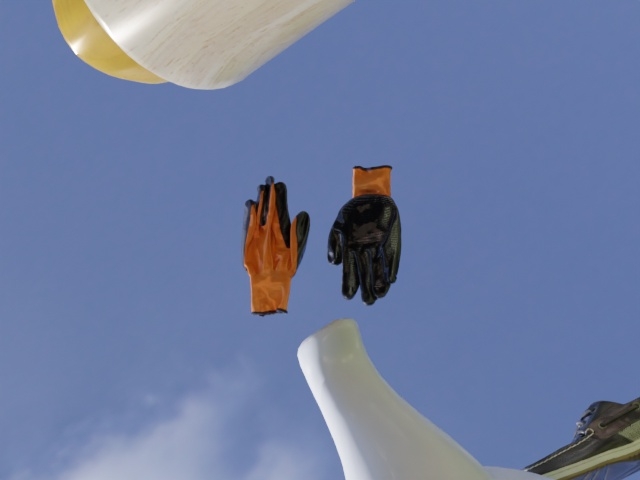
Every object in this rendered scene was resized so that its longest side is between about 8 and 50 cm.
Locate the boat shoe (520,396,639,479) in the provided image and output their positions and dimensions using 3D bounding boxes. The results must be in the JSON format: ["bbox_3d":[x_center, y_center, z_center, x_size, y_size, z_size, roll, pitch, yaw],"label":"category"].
[{"bbox_3d":[0.187,0.128,1.284,0.152,0.056,0.049,-18,-114,-24],"label":"boat shoe"}]

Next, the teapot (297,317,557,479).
[{"bbox_3d":[0.047,0.208,0.940,0.252,0.187,0.256,31,-87,-42],"label":"teapot"}]

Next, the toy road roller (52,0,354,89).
[{"bbox_3d":[-0.101,-0.246,0.865,0.240,0.202,0.329,4,-116,-44],"label":"toy road roller"}]

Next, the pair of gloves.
[{"bbox_3d":[0.000,0.000,0.990,0.010,0.083,0.074,47,-140,-66],"label":"pair of gloves"}]
